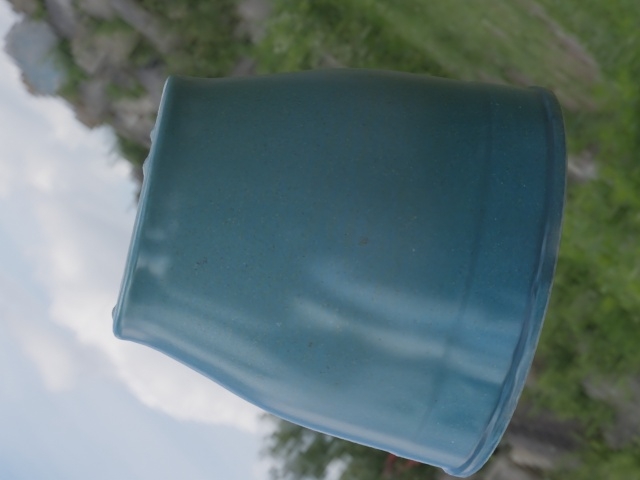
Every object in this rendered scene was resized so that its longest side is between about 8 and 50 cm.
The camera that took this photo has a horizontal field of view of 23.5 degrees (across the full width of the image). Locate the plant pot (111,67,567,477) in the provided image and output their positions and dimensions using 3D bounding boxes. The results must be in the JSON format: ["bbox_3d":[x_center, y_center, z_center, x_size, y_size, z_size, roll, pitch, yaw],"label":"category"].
[{"bbox_3d":[0.000,0.000,1.038,0.255,0.271,0.271,13,-173,-6],"label":"plant pot"}]
